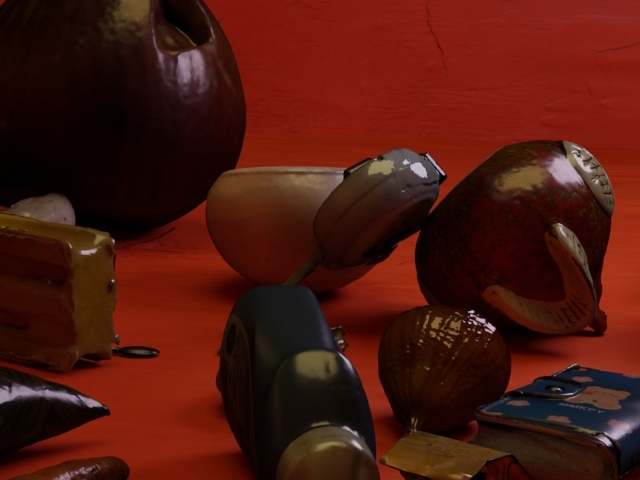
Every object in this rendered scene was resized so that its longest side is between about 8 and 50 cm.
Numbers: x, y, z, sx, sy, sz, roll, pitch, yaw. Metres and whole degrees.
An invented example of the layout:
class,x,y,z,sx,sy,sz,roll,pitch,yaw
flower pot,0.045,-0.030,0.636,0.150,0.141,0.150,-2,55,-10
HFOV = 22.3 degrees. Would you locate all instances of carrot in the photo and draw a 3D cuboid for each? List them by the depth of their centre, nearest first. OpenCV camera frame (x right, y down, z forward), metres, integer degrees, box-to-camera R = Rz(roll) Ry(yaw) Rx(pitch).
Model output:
class,x,y,z,sx,sy,sz,roll,pitch,yaw
carrot,-0.191,0.180,1.169,0.047,0.047,0.191,7,10,24

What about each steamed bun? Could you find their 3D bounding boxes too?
class,x,y,z,sx,sy,sz,roll,pitch,yaw
steamed bun,-0.022,-0.008,1.932,0.231,0.145,0.232,0,-4,0

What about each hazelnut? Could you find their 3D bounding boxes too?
class,x,y,z,sx,sy,sz,roll,pitch,yaw
hazelnut,-0.294,-0.190,2.277,0.402,0.402,0.429,-7,0,-42

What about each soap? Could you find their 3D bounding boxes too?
class,x,y,z,sx,sy,sz,roll,pitch,yaw
soap,-0.310,0.044,1.615,0.233,0.135,0.076,8,12,31

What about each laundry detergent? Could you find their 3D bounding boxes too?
class,x,y,z,sx,sy,sz,roll,pitch,yaw
laundry detergent,-0.010,0.133,1.208,0.094,0.143,0.290,2,14,-13

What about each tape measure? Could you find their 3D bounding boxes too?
class,x,y,z,sx,sy,sz,roll,pitch,yaw
tape measure,-0.001,0.000,1.722,0.330,0.164,0.084,-29,65,-36

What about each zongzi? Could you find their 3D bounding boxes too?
class,x,y,z,sx,sy,sz,roll,pitch,yaw
zongzi,-0.251,0.150,1.249,0.184,0.084,0.187,11,16,-11

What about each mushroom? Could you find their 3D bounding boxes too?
class,x,y,z,sx,sy,sz,roll,pitch,yaw
mushroom,-0.409,-0.011,2.053,0.092,0.081,0.223,31,27,31

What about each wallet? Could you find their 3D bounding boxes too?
class,x,y,z,sx,sy,sz,roll,pitch,yaw
wallet,0.219,0.153,1.357,0.141,0.059,0.202,6,11,31

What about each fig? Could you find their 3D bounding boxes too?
class,x,y,z,sx,sy,sz,roll,pitch,yaw
fig,0.108,0.131,1.419,0.119,0.153,0.119,1,-31,1

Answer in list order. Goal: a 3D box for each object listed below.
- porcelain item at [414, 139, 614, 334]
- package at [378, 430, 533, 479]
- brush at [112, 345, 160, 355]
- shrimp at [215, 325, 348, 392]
class,x,y,z,sx,sy,sz,roll,pitch,yaw
porcelain item,0.236,0.017,1.786,0.253,0.253,0.253,2,11,0
package,0.099,0.165,1.139,0.071,0.047,0.131,10,-21,32
brush,-0.202,0.110,1.630,0.083,0.008,0.024,2,14,-3
shrimp,-0.017,0.122,1.503,0.115,0.051,0.217,13,13,21
